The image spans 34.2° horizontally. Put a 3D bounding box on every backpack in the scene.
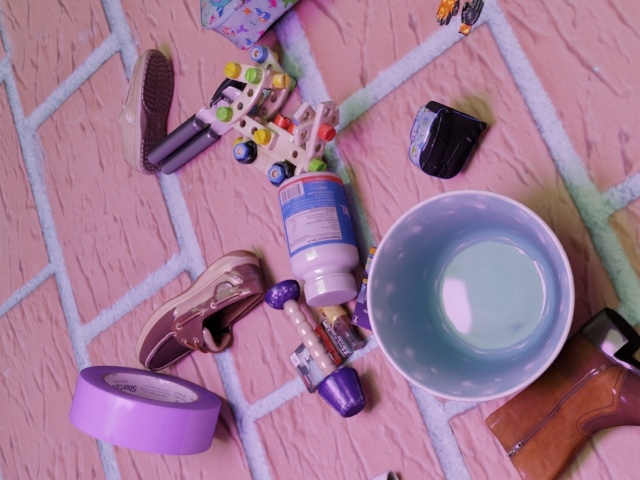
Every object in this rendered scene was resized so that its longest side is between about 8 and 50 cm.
[{"bbox_3d":[-0.138,-0.503,1.987,0.253,0.191,0.225,-46,37,35],"label":"backpack"},{"bbox_3d":[0.199,-0.164,1.718,0.084,0.105,0.114,42,113,59],"label":"backpack"}]

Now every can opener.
[{"bbox_3d":[-0.240,-0.232,2.122,0.280,0.074,0.093,-35,29,29],"label":"can opener"}]

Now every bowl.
[{"bbox_3d":[0.242,0.082,1.579,0.311,0.163,0.311,-1,88,23],"label":"bowl"}]

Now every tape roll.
[{"bbox_3d":[-0.332,0.319,1.976,0.275,0.275,0.090,17,94,40],"label":"tape roll"}]

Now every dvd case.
[{"bbox_3d":[-0.001,0.208,1.887,0.119,0.013,0.087,-48,57,23],"label":"dvd case"}]

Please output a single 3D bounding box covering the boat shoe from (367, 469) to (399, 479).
[{"bbox_3d":[0.129,0.483,1.694,0.076,0.083,0.226,-44,58,28],"label":"boat shoe"}]

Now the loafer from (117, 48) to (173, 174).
[{"bbox_3d":[-0.382,-0.275,2.214,0.092,0.102,0.268,5,87,34],"label":"loafer"}]

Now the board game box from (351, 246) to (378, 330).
[{"bbox_3d":[0.143,0.099,1.760,0.170,0.048,0.141,17,94,40],"label":"board game box"}]

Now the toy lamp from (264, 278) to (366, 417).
[{"bbox_3d":[-0.006,0.190,1.835,0.080,0.080,0.275,-47,57,25],"label":"toy lamp"}]

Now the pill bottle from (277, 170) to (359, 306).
[{"bbox_3d":[0.000,0.000,1.838,0.124,0.124,0.221,-25,67,35],"label":"pill bottle"}]

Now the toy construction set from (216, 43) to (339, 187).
[{"bbox_3d":[-0.070,-0.220,1.928,0.327,0.151,0.215,40,109,47],"label":"toy construction set"}]

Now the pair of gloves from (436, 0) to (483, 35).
[{"bbox_3d":[0.237,-0.395,1.775,0.083,0.010,0.074,33,105,37],"label":"pair of gloves"}]

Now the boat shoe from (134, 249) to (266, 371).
[{"bbox_3d":[-0.229,0.165,2.018,0.342,0.123,0.123,-41,59,21],"label":"boat shoe"}]

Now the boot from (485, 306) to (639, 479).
[{"bbox_3d":[0.389,0.279,1.500,0.280,0.096,0.264,-51,56,23],"label":"boot"}]

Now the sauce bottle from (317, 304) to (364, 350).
[{"bbox_3d":[0.033,0.141,1.848,0.042,0.042,0.128,-52,54,22],"label":"sauce bottle"}]
